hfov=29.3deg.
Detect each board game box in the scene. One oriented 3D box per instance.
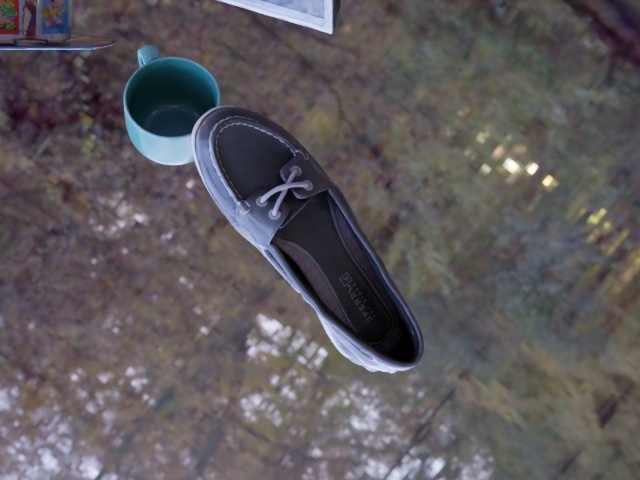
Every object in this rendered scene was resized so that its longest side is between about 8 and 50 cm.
[{"bbox_3d":[-0.170,-0.098,0.501,0.168,0.033,0.133,-5,-165,-31],"label":"board game box"}]

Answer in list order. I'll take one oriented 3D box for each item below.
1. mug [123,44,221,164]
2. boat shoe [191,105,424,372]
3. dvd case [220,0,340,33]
[{"bbox_3d":[-0.197,-0.179,1.659,0.129,0.158,0.097,9,152,1],"label":"mug"},{"bbox_3d":[0.000,0.000,1.234,0.335,0.112,0.095,54,163,-22],"label":"boat shoe"},{"bbox_3d":[-0.068,-0.275,1.104,0.179,0.030,0.239,18,164,6],"label":"dvd case"}]
